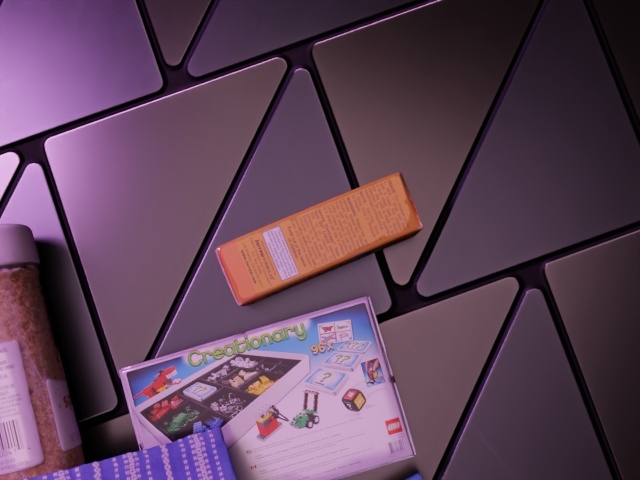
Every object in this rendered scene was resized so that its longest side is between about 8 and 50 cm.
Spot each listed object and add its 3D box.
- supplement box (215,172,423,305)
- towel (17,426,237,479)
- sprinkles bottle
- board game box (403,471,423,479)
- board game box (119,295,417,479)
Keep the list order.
[{"bbox_3d":[0.000,0.000,0.953,0.233,0.078,0.080,-25,85,-1],"label":"supplement box"},{"bbox_3d":[-0.227,0.321,0.780,0.335,0.040,0.243,-11,48,-17],"label":"towel"},{"bbox_3d":[-0.351,0.164,0.922,0.121,0.121,0.356,-15,85,0],"label":"sprinkles bottle"},{"bbox_3d":[0.090,0.466,0.918,0.242,0.064,0.317,-28,85,-2],"label":"board game box"},{"bbox_3d":[-0.061,0.199,0.948,0.305,0.053,0.193,-16,86,-1],"label":"board game box"}]
